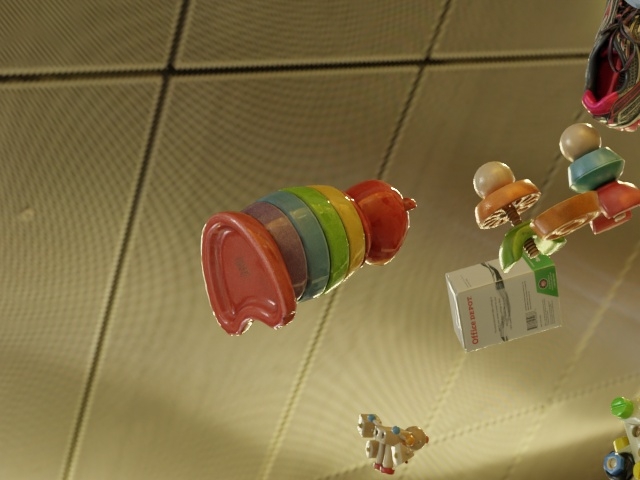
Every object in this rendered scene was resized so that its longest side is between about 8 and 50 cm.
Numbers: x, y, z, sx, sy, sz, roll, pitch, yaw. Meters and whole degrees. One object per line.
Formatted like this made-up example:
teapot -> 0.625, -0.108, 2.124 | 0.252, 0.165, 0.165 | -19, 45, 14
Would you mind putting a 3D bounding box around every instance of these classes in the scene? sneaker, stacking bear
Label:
sneaker -> 0.462, -0.314, 1.638 | 0.112, 0.121, 0.299 | 8, -89, -45
stacking bear -> 0.000, 0.000, 1.503 | 0.289, 0.164, 0.175 | -21, 3, -35

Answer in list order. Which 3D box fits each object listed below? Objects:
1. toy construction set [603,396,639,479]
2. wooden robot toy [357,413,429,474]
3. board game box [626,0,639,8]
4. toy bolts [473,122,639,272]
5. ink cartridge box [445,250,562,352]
toy construction set -> 0.500, 0.317, 1.550 | 0.151, 0.328, 0.215 | 34, -53, -21
wooden robot toy -> 0.116, 0.296, 1.619 | 0.079, 0.173, 0.076 | 3, -89, -19
board game box -> 0.352, -0.358, 1.340 | 0.033, 0.169, 0.133 | -33, 3, 7
toy bolts -> 0.343, -0.085, 1.599 | 0.228, 0.158, 0.218 | -21, -15, -15
ink cartridge box -> 0.366, 0.119, 2.242 | 0.208, 0.087, 0.153 | -15, -60, -5
